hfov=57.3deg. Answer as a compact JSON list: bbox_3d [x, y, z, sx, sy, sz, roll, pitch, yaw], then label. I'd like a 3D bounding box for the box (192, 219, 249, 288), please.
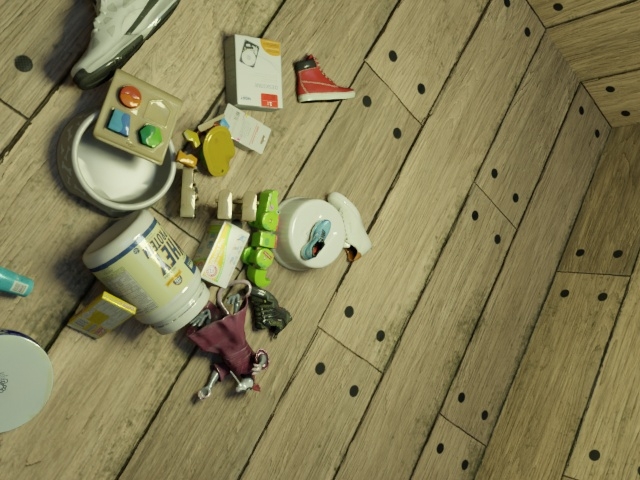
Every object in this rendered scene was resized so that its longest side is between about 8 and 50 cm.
[{"bbox_3d":[-0.337,0.046,1.926,0.103,0.114,0.203,31,75,-32],"label":"box"}]

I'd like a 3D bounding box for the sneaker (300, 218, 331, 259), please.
[{"bbox_3d":[0.000,0.000,2.024,0.063,0.073,0.162,38,69,-30],"label":"sneaker"}]

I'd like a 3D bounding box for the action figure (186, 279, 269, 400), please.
[{"bbox_3d":[-0.298,0.362,1.957,0.275,0.248,0.370,-85,157,-58],"label":"action figure"}]

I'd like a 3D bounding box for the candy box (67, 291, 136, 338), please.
[{"bbox_3d":[-0.627,0.218,1.676,0.105,0.206,0.027,34,40,-32],"label":"candy box"}]

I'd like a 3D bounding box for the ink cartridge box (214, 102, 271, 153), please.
[{"bbox_3d":[-0.270,-0.375,1.999,0.181,0.062,0.104,27,76,-32],"label":"ink cartridge box"}]

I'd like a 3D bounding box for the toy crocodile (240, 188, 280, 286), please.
[{"bbox_3d":[-0.194,-0.009,2.028,0.105,0.115,0.340,10,87,-38],"label":"toy crocodile"}]

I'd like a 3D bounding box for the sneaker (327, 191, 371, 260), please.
[{"bbox_3d":[0.094,-0.046,2.236,0.123,0.106,0.290,-44,116,-30],"label":"sneaker"}]

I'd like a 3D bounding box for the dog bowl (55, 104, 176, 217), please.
[{"bbox_3d":[-0.592,-0.241,1.748,0.349,0.102,0.348,-1,92,-35],"label":"dog bowl"}]

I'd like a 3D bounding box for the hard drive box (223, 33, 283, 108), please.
[{"bbox_3d":[-0.229,-0.568,2.011,0.181,0.089,0.232,-4,94,-35],"label":"hard drive box"}]

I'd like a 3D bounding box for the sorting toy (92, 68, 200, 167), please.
[{"bbox_3d":[-0.487,-0.344,1.729,0.307,0.041,0.228,22,73,-32],"label":"sorting toy"}]

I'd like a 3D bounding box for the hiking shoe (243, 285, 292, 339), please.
[{"bbox_3d":[-0.197,0.250,2.045,0.227,0.086,0.114,46,62,-28],"label":"hiking shoe"}]

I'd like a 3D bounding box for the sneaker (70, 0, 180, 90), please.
[{"bbox_3d":[-0.634,-0.651,1.701,0.257,0.169,0.447,41,60,-19],"label":"sneaker"}]

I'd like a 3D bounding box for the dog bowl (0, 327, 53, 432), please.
[{"bbox_3d":[-0.860,0.372,1.562,0.265,0.104,0.264,0,91,-35],"label":"dog bowl"}]

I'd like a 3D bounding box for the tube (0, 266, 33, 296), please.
[{"bbox_3d":[-0.864,0.094,1.546,0.207,0.052,0.080,37,51,-51],"label":"tube"}]

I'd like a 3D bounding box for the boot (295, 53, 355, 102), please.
[{"bbox_3d":[0.021,-0.608,2.193,0.245,0.088,0.176,-8,94,-32],"label":"boot"}]

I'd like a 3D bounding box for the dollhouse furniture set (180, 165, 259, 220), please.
[{"bbox_3d":[-0.319,-0.148,1.882,0.242,0.212,0.160,3,90,-9],"label":"dollhouse furniture set"}]

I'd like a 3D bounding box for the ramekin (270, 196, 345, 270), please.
[{"bbox_3d":[-0.042,-0.024,2.122,0.277,0.135,0.276,-1,92,-36],"label":"ramekin"}]

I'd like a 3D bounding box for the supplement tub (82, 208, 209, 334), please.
[{"bbox_3d":[-0.505,0.097,1.732,0.235,0.235,0.324,-48,116,-25],"label":"supplement tub"}]

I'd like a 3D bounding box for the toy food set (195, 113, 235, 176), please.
[{"bbox_3d":[-0.353,-0.313,1.905,0.128,0.071,0.217,-45,144,-33],"label":"toy food set"}]
